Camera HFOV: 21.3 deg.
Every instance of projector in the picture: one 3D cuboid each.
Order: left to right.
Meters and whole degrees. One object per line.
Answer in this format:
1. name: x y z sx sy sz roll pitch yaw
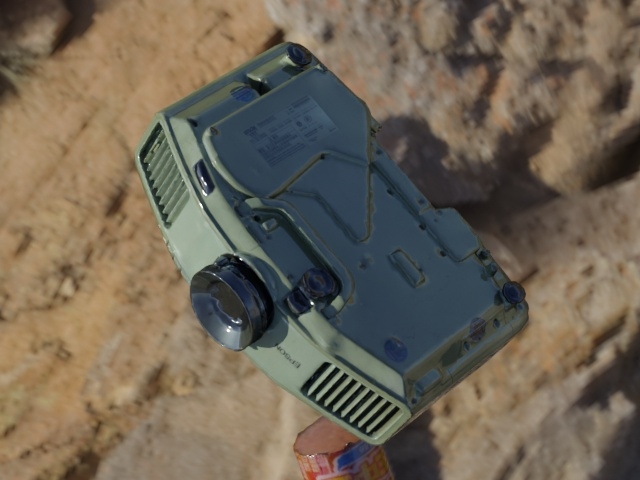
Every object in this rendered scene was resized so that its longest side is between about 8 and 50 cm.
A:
1. projector: 0.000 0.000 1.169 0.193 0.088 0.269 -34 79 -36

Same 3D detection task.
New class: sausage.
1. sausage: 0.050 0.280 1.437 0.074 0.074 0.274 -14 106 13
